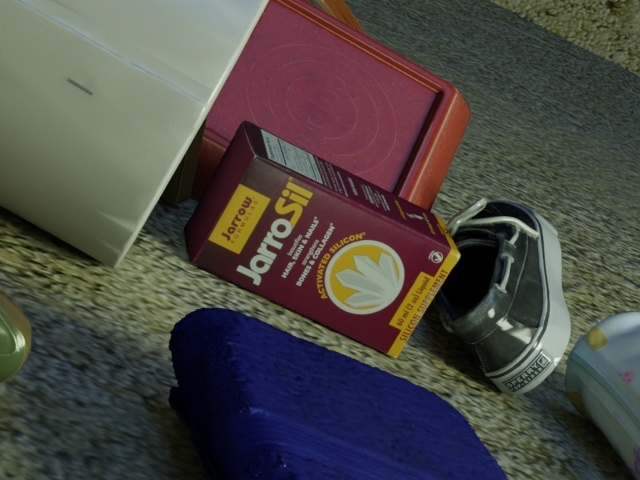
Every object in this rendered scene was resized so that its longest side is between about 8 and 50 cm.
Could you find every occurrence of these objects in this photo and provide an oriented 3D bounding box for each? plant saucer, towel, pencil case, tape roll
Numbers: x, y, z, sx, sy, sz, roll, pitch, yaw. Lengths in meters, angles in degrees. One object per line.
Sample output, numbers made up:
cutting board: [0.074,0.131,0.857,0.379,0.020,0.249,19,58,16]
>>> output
plant saucer: [-0.004,-0.106,1.701,0.259,0.048,0.258,30,50,-5]
towel: [0.029,0.159,1.118,0.228,0.076,0.308,24,15,-23]
pencil case: [0.292,0.162,1.548,0.124,0.113,0.273,4,25,-18]
tape roll: [-0.156,-0.125,1.357,0.169,0.246,0.246,29,15,-6]

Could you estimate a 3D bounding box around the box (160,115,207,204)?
box: [-0.150,-0.150,1.552,0.164,0.201,0.021,38,43,25]

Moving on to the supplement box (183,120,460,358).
supplement box: [0.000,0.000,1.521,0.188,0.104,0.081,25,16,-18]

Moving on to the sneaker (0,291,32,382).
sneaker: [-0.245,0.043,1.019,0.192,0.064,0.086,26,24,-17]

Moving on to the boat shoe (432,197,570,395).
boat shoe: [0.138,0.025,1.691,0.105,0.113,0.306,41,21,-17]

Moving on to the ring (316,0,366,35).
ring: [-0.003,-0.224,2.106,0.336,0.032,0.336,44,25,-27]
